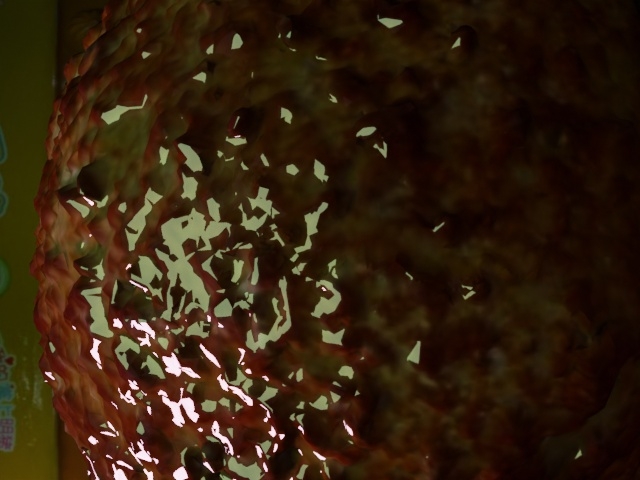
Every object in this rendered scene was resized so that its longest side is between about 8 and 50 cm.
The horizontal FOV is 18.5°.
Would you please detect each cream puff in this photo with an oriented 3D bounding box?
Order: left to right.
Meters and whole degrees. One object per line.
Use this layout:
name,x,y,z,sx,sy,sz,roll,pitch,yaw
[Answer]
cream puff,0.001,0.005,0.766,0.350,0.228,0.350,173,90,-70

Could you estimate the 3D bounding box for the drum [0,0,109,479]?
drum,-0.208,0.017,1.127,0.431,0.214,0.431,180,90,-85
